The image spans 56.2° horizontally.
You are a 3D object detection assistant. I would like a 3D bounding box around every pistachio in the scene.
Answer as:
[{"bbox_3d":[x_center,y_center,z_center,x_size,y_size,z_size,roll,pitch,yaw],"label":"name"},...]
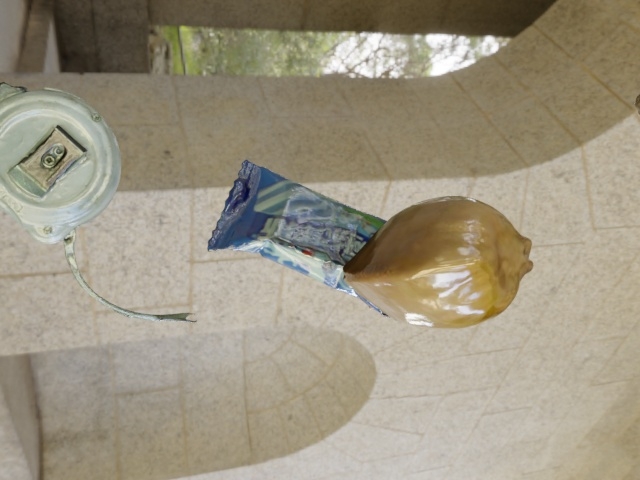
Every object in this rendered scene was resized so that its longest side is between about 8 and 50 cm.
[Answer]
[{"bbox_3d":[0.125,0.032,0.756,0.260,0.212,0.163,-15,-103,54],"label":"pistachio"}]

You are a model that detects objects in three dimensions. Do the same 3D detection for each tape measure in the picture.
[{"bbox_3d":[-0.235,-0.026,0.657,0.164,0.330,0.084,-50,-161,-4],"label":"tape measure"}]

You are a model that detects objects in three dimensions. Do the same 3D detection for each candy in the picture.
[{"bbox_3d":[0.000,0.000,0.968,0.077,0.331,0.187,-50,-162,57],"label":"candy"}]

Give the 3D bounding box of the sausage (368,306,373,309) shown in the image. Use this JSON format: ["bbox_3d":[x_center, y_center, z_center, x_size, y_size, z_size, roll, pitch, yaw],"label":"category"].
[{"bbox_3d":[0.121,0.084,1.484,0.043,0.043,0.186,115,-32,-58],"label":"sausage"}]

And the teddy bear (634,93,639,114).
[{"bbox_3d":[0.664,-0.216,1.029,0.190,0.140,0.177,-9,-71,56],"label":"teddy bear"}]
